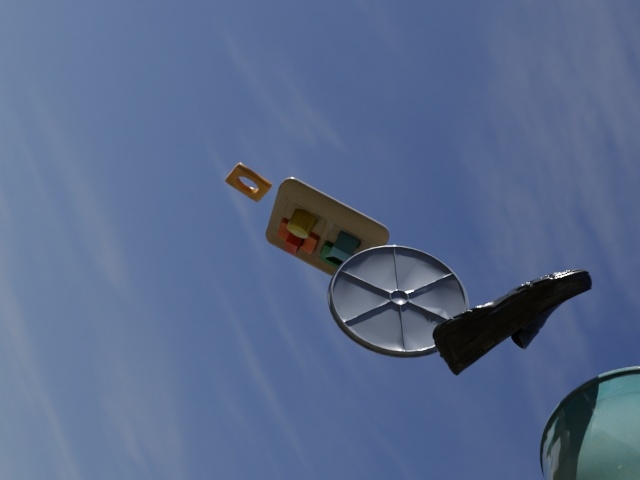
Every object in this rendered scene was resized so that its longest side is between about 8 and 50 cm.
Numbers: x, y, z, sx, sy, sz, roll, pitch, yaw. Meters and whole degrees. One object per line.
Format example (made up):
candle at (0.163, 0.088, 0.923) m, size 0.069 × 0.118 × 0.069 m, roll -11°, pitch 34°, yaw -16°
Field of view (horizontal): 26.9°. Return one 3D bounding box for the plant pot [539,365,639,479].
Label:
plant pot at (0.397, 0.332, 1.592) m, size 0.255 × 0.272 × 0.271 m, roll -71°, pitch 156°, yaw -61°

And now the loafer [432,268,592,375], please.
loafer at (0.256, 0.104, 1.742) m, size 0.076 × 0.223 × 0.078 m, roll 106°, pitch -40°, yaw -85°

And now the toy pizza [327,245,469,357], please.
toy pizza at (0.109, 0.089, 1.886) m, size 0.201 × 0.201 × 0.032 m, roll 52°, pitch -29°, yaw 32°

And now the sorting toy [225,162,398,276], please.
sorting toy at (0.000, 0.000, 2.045) m, size 0.348 × 0.047 × 0.196 m, roll 28°, pitch -27°, yaw 3°
